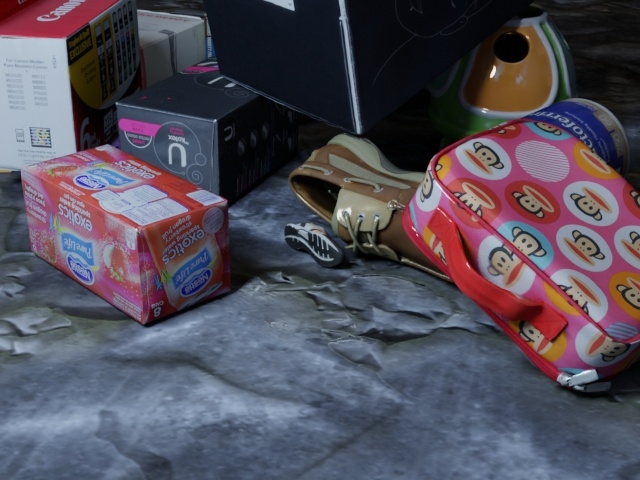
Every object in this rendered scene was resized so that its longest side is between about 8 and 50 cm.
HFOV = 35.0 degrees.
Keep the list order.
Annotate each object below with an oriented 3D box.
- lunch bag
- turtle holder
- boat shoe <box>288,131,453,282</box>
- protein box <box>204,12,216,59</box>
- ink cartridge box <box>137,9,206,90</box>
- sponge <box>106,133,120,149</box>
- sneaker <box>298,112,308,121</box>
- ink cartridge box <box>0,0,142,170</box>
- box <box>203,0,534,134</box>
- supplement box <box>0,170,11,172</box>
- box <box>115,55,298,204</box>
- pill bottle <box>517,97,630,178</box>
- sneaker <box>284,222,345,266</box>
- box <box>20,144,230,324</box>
[{"bbox_3d":[0.237,0.010,1.064,0.258,0.120,0.293,-25,62,-40],"label":"lunch bag"},{"bbox_3d":[0.308,-0.268,1.637,0.243,0.227,0.320,16,29,29],"label":"turtle holder"},{"bbox_3d":[0.072,-0.028,1.270,0.120,0.122,0.324,-27,36,-20],"label":"boat shoe"},{"bbox_3d":[-0.112,-0.398,2.008,0.201,0.135,0.200,2,25,4],"label":"protein box"},{"bbox_3d":[-0.368,-0.341,1.899,0.207,0.117,0.283,12,28,23],"label":"ink cartridge box"},{"bbox_3d":[-0.402,-0.158,1.613,0.210,0.031,0.117,12,28,20],"label":"sponge"},{"bbox_3d":[-0.029,-0.253,1.782,0.192,0.064,0.086,-21,38,-33],"label":"sneaker"},{"bbox_3d":[-0.378,-0.281,1.520,0.130,0.271,0.309,4,27,7],"label":"ink cartridge box"},{"bbox_3d":[0.078,-0.485,1.354,0.297,0.479,0.472,29,54,35],"label":"box"},{"bbox_3d":[-0.481,-0.159,1.532,0.036,0.098,0.062,0,26,-3],"label":"supplement box"},{"bbox_3d":[-0.158,-0.165,1.503,0.165,0.143,0.270,11,28,20],"label":"box"},{"bbox_3d":[0.284,-0.088,1.343,0.153,0.153,0.265,22,33,37],"label":"pill bottle"},{"bbox_3d":[0.000,0.000,1.279,0.044,0.040,0.109,-14,29,-33],"label":"sneaker"},{"bbox_3d":[-0.234,-0.015,1.206,0.128,0.122,0.257,-21,33,-39],"label":"box"}]
